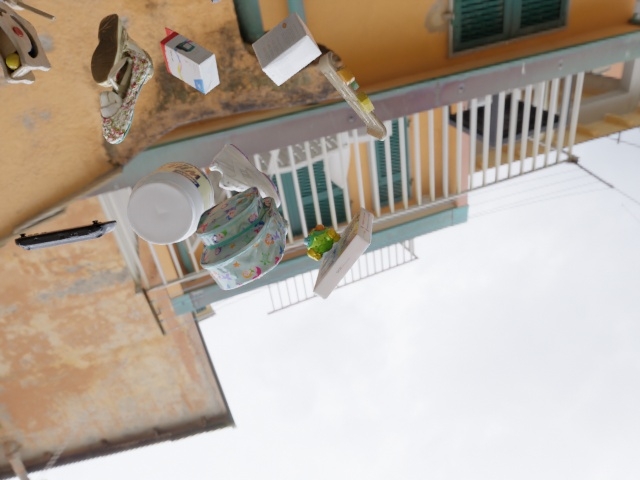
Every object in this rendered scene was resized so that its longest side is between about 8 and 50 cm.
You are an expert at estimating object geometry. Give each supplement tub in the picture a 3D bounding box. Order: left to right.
[{"bbox_3d":[-0.494,-0.127,1.708,0.236,0.235,0.325,-10,-163,0],"label":"supplement tub"}]

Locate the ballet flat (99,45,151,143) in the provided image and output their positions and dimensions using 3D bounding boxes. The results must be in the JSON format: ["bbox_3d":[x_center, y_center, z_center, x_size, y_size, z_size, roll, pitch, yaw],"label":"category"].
[{"bbox_3d":[-0.469,-0.343,1.192,0.091,0.077,0.240,0,-112,27],"label":"ballet flat"}]

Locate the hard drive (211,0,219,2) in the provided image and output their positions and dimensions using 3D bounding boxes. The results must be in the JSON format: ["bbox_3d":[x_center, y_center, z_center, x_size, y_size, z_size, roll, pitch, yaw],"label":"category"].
[{"bbox_3d":[-0.280,-0.850,1.553,0.254,0.172,0.054,-48,-160,-27],"label":"hard drive"}]

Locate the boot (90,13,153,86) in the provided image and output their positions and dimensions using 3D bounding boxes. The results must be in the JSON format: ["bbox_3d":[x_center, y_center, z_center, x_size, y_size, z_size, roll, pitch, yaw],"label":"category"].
[{"bbox_3d":[-0.623,-0.554,1.634,0.095,0.203,0.261,-12,-115,13],"label":"boot"}]

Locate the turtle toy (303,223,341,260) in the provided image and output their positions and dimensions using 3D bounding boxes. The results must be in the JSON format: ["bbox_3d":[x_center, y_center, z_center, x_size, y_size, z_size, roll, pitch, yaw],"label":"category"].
[{"bbox_3d":[0.000,0.000,1.357,0.095,0.130,0.066,-45,-107,3],"label":"turtle toy"}]

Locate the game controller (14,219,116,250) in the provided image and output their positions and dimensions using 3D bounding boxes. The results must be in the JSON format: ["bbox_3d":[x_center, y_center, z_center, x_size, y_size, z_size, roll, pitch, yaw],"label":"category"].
[{"bbox_3d":[-0.880,-0.028,1.785,0.320,0.067,0.166,-9,-164,5],"label":"game controller"}]

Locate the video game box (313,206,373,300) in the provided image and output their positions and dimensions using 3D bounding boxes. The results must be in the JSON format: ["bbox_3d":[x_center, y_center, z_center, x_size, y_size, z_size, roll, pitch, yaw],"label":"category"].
[{"bbox_3d":[0.061,0.032,1.342,0.048,0.205,0.187,32,-155,-9],"label":"video game box"}]

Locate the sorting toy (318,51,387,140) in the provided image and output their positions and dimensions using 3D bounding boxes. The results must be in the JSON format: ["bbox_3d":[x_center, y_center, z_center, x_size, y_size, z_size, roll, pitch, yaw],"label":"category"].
[{"bbox_3d":[0.084,-0.336,1.185,0.041,0.229,0.307,-38,-164,6],"label":"sorting toy"}]

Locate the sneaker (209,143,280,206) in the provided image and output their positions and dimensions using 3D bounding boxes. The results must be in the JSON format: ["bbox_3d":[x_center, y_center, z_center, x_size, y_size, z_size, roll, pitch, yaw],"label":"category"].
[{"bbox_3d":[-0.279,-0.213,1.903,0.305,0.114,0.152,43,-99,7],"label":"sneaker"}]

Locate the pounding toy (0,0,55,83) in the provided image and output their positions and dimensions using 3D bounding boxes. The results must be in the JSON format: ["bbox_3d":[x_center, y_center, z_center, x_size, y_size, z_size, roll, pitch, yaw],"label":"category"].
[{"bbox_3d":[-0.802,-0.560,1.346,0.155,0.269,0.154,-30,169,15],"label":"pounding toy"}]

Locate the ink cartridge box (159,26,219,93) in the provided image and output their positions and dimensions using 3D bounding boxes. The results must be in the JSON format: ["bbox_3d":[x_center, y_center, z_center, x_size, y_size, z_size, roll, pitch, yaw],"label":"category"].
[{"bbox_3d":[-0.470,-0.628,1.788,0.231,0.134,0.078,33,-117,16],"label":"ink cartridge box"}]

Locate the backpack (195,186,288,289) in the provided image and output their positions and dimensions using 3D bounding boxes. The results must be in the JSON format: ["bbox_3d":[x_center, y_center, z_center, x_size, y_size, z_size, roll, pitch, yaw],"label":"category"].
[{"bbox_3d":[-0.202,-0.003,1.317,0.225,0.191,0.253,-25,-146,14],"label":"backpack"}]

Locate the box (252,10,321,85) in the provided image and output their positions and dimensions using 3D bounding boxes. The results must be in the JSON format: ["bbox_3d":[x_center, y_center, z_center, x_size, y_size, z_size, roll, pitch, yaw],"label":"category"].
[{"bbox_3d":[-0.106,-0.591,1.586,0.171,0.091,0.130,-31,-123,16],"label":"box"}]
